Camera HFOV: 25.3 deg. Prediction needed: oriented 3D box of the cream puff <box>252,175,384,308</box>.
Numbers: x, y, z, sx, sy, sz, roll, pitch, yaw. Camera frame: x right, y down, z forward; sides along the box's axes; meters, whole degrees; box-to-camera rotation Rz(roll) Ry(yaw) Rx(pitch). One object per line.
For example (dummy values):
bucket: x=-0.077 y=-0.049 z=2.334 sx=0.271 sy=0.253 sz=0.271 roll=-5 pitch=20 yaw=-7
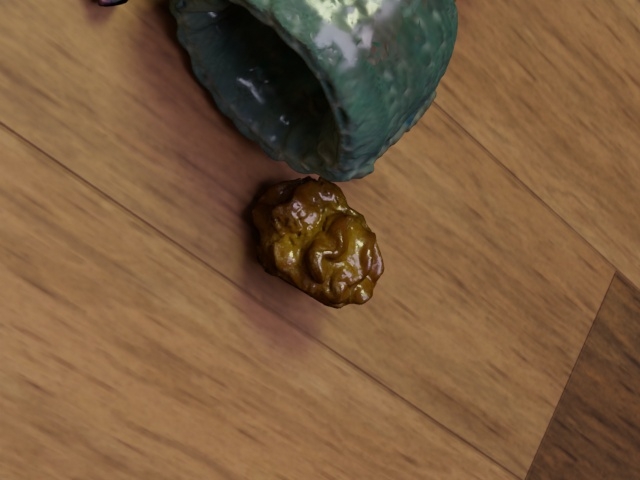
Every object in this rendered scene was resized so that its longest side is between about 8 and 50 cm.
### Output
cream puff: x=0.000 y=0.000 z=1.195 sx=0.094 sy=0.122 sz=0.116 roll=-64 pitch=168 yaw=-4

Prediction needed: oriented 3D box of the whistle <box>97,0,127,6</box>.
whistle: x=-0.181 y=-0.255 z=1.047 sx=0.033 sy=0.033 sz=0.176 roll=-34 pitch=117 yaw=-32

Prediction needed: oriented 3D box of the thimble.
thimble: x=0.001 y=-0.159 z=1.106 sx=0.143 sy=0.198 sz=0.235 roll=-49 pitch=122 yaw=-22
